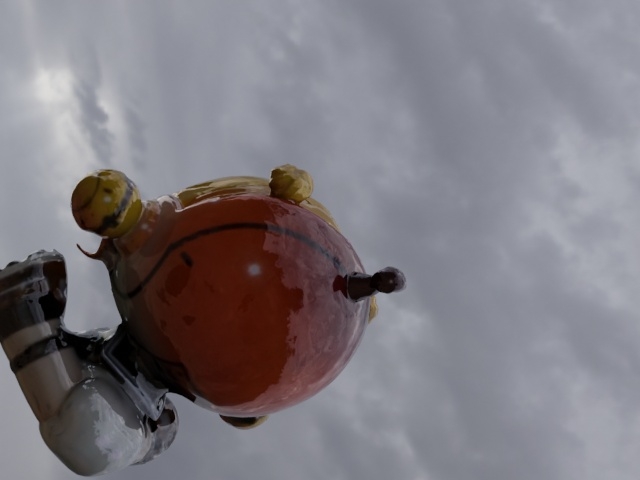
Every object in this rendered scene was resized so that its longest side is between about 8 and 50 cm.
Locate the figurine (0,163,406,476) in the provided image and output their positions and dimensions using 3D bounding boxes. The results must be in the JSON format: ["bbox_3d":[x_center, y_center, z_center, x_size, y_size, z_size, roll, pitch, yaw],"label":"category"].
[{"bbox_3d":[-0.096,0.068,0.832,0.320,0.323,0.196,60,-1,-38],"label":"figurine"}]
